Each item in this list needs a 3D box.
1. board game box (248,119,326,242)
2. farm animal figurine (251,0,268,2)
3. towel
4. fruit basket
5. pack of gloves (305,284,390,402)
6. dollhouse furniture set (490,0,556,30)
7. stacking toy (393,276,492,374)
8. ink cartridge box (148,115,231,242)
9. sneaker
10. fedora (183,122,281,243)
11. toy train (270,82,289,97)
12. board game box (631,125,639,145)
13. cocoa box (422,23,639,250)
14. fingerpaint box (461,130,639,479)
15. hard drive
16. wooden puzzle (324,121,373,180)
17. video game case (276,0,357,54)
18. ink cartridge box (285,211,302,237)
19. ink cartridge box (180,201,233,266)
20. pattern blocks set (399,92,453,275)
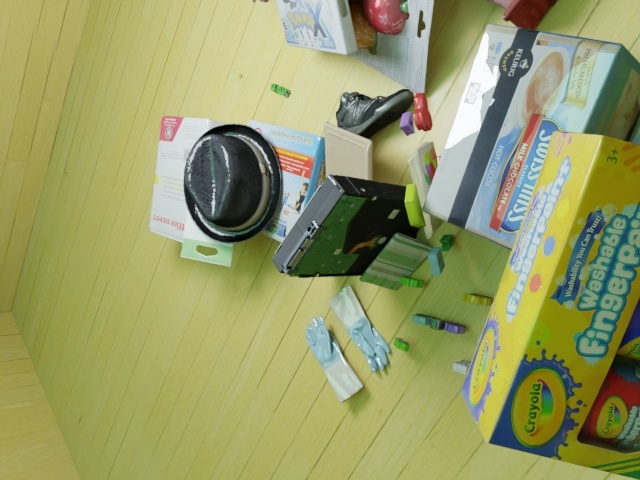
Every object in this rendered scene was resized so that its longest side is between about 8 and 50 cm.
[{"bbox_3d":[-0.109,-0.163,1.531,0.308,0.086,0.302,24,105,41],"label":"board game box"},{"bbox_3d":[-0.070,-0.777,1.424,0.330,0.172,0.326,17,112,3],"label":"farm animal figurine"},{"bbox_3d":[0.172,0.050,1.246,0.152,0.113,0.023,-53,33,31],"label":"towel"},{"bbox_3d":[0.126,-0.539,1.222,0.353,0.165,0.327,36,151,30],"label":"fruit basket"},{"bbox_3d":[0.072,0.262,1.392,0.195,0.046,0.232,-42,64,22],"label":"pack of gloves"},{"bbox_3d":[0.282,-0.537,0.973,0.152,0.374,0.201,-54,54,23],"label":"dollhouse furniture set"},{"bbox_3d":[0.261,0.182,1.199,0.221,0.052,0.167,12,96,45],"label":"stacking toy"},{"bbox_3d":[-0.402,-0.194,1.758,0.279,0.160,0.384,16,99,42],"label":"ink cartridge box"},{"bbox_3d":[0.119,-0.329,1.316,0.227,0.087,0.130,-27,77,46],"label":"sneaker"},{"bbox_3d":[-0.266,-0.160,1.449,0.334,0.152,0.334,-1,87,18],"label":"fedora"},{"bbox_3d":[-0.120,-0.441,1.595,0.083,0.017,0.023,35,122,38],"label":"toy train"},{"bbox_3d":[0.581,-0.098,0.903,0.160,0.039,0.211,34,111,39],"label":"board game box"},{"bbox_3d":[0.382,-0.165,0.961,0.228,0.231,0.347,30,109,39],"label":"cocoa box"},{"bbox_3d":[0.461,0.106,0.785,0.163,0.371,0.444,-90,15,-77],"label":"fingerpaint box"},{"bbox_3d":[0.085,-0.021,1.168,0.064,0.339,0.237,54,124,30],"label":"hard drive"},{"bbox_3d":[0.072,-0.158,1.317,0.239,0.044,0.221,-137,39,-55],"label":"wooden puzzle"},{"bbox_3d":[-0.038,-0.587,1.235,0.329,0.036,0.300,40,151,55],"label":"video game case"},{"bbox_3d":[0.000,0.000,1.363,0.072,0.175,0.127,15,99,46],"label":"ink cartridge box"},{"bbox_3d":[-0.308,-0.056,1.574,0.171,0.056,0.235,10,97,17],"label":"ink cartridge box"},{"bbox_3d":[0.221,-0.109,1.094,0.026,0.285,0.324,-7,119,27],"label":"pattern blocks set"}]
